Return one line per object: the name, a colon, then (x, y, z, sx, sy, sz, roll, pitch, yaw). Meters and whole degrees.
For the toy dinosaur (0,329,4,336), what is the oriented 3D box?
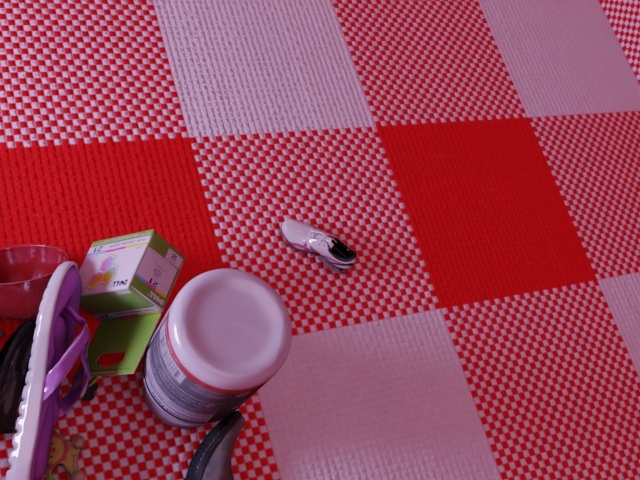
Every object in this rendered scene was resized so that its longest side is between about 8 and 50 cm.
toy dinosaur: (-0.607, 0.256, 1.422, 0.064, 0.118, 0.268, 25, 58, -17)

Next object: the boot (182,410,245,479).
boot: (-0.175, 0.460, 1.547, 0.161, 0.083, 0.246, 38, 62, -11)

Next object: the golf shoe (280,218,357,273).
golf shoe: (0.000, 0.000, 1.841, 0.186, 0.086, 0.067, 30, 58, -6)

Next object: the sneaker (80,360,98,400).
sneaker: (-0.434, 0.265, 1.552, 0.035, 0.031, 0.083, 40, 47, -31)

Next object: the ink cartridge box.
ink cartridge box: (-0.386, 0.119, 1.536, 0.097, 0.189, 0.255, 46, 48, -37)

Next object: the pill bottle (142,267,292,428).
pill bottle: (-0.203, 0.210, 1.477, 0.210, 0.363, 0.210, 10, 62, -19)

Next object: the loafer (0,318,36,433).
loafer: (-0.550, 0.249, 1.484, 0.078, 0.080, 0.220, 28, 62, -24)

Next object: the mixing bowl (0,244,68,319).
mixing bowl: (-0.554, 0.085, 1.522, 0.181, 0.181, 0.098, -14, 115, -29)

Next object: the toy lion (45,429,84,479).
toy lion: (-0.471, 0.389, 1.471, 0.096, 0.034, 0.100, -1, 66, -17)

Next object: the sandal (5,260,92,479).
sandal: (-0.452, 0.246, 1.445, 0.102, 0.169, 0.416, 9, 76, -4)
